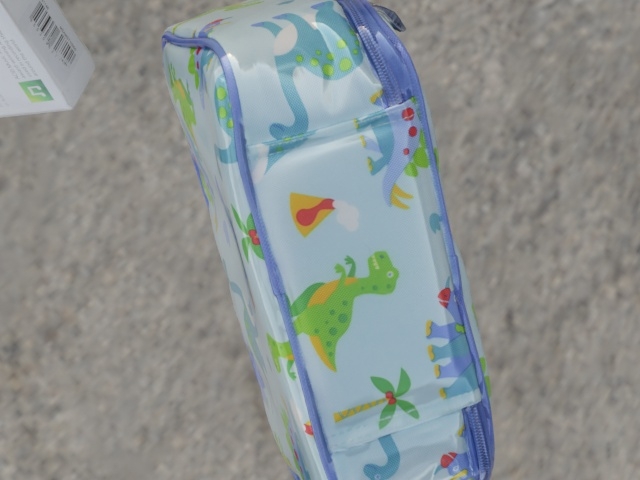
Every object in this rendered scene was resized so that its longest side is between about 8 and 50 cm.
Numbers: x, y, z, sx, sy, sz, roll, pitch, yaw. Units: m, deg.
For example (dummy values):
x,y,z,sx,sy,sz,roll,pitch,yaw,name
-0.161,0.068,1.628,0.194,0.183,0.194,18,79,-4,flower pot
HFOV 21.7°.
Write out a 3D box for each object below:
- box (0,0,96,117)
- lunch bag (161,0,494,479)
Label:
x,y,z,sx,sy,sz,roll,pitch,yaw,name
-0.357,-0.183,1.250,0.322,0.058,0.232,-4,136,28,box
0.000,0.000,0.726,0.090,0.176,0.219,-17,102,-11,lunch bag
